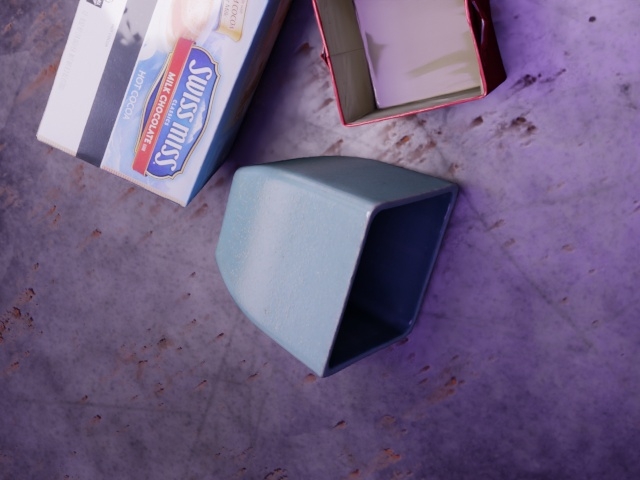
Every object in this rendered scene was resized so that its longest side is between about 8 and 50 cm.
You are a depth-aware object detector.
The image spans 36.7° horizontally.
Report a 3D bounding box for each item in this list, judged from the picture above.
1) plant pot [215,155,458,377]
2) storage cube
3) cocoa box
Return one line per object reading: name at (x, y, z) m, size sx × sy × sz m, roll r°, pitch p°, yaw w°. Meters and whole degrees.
plant pot at (0.000, 0.000, 1.343) m, size 0.252 × 0.248 × 0.247 m, roll 27°, pitch 113°, yaw 27°
storage cube at (0.120, -0.266, 1.246) m, size 0.215 × 0.193 × 0.183 m, roll -10°, pitch 102°, yaw 22°
cocoa box at (-0.194, -0.266, 1.313) m, size 0.228 × 0.231 × 0.347 m, roll 25°, pitch 113°, yaw -1°
